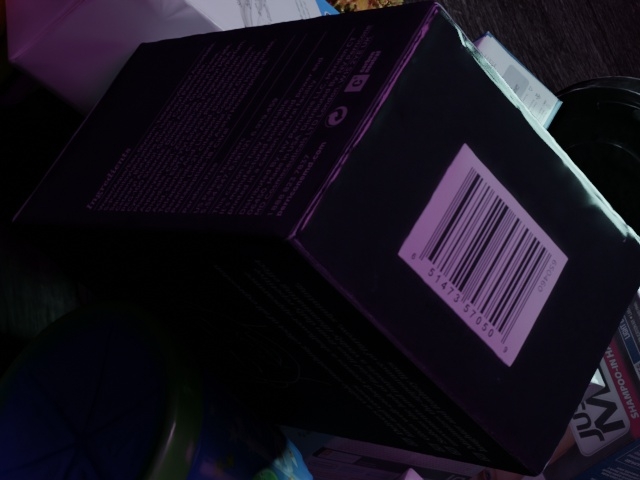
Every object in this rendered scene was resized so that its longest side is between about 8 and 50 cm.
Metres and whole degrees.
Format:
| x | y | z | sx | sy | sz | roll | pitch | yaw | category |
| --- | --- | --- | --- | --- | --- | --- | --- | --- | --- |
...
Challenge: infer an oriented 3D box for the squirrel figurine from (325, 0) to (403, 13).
| x | y | z | sx | sy | sz | roll | pitch | yaw | category |
| --- | --- | --- | --- | --- | --- | --- | --- | --- | --- |
| 0.023 | -0.382 | 1.911 | 0.370 | 0.281 | 0.396 | 179 | -103 | -78 | squirrel figurine |

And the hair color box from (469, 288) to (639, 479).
| x | y | z | sx | sy | sz | roll | pitch | yaw | category |
| --- | --- | --- | --- | --- | --- | --- | --- | --- | --- |
| 0.250 | 0.201 | 1.580 | 0.105 | 0.347 | 0.174 | 21 | 40 | -40 | hair color box |

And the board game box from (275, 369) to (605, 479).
| x | y | z | sx | sy | sz | roll | pitch | yaw | category |
| --- | --- | --- | --- | --- | --- | --- | --- | --- | --- |
| 0.087 | 0.162 | 1.453 | 0.224 | 0.303 | 0.097 | 18 | 44 | -43 | board game box |

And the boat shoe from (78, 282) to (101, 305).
| x | y | z | sx | sy | sz | roll | pitch | yaw | category |
| --- | --- | --- | --- | --- | --- | --- | --- | --- | --- |
| -0.132 | 0.099 | 1.381 | 0.227 | 0.079 | 0.081 | 51 | -14 | -32 | boat shoe |

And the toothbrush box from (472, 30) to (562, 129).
| x | y | z | sx | sy | sz | roll | pitch | yaw | category |
| --- | --- | --- | --- | --- | --- | --- | --- | --- | --- |
| 0.102 | -0.074 | 1.691 | 0.126 | 0.295 | 0.216 | 42 | 54 | -13 | toothbrush box |

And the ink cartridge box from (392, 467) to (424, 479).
| x | y | z | sx | sy | sz | roll | pitch | yaw | category |
| --- | --- | --- | --- | --- | --- | --- | --- | --- | --- |
| 0.120 | 0.404 | 1.400 | 0.306 | 0.131 | 0.226 | 48 | 30 | -7 | ink cartridge box |

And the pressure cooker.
| x | y | z | sx | sy | sz | roll | pitch | yaw | category |
| --- | --- | --- | --- | --- | --- | --- | --- | --- | --- |
| 0.484 | -0.053 | 2.161 | 0.420 | 0.376 | 0.369 | -1 | 95 | -53 | pressure cooker |

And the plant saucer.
| x | y | z | sx | sy | sz | roll | pitch | yaw | category |
| --- | --- | --- | --- | --- | --- | --- | --- | --- | --- |
| -0.253 | -0.170 | 1.633 | 0.311 | 0.050 | 0.310 | 32 | 35 | -26 | plant saucer |

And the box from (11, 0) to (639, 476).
| x | y | z | sx | sy | sz | roll | pitch | yaw | category |
| --- | --- | --- | --- | --- | --- | --- | --- | --- | --- |
| 0.000 | 0.000 | 1.181 | 0.293 | 0.395 | 0.212 | 44 | 65 | -31 | box |

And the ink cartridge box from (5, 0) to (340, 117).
| x | y | z | sx | sy | sz | roll | pitch | yaw | category |
| --- | --- | --- | --- | --- | --- | --- | --- | --- | --- |
| -0.117 | -0.197 | 1.481 | 0.395 | 0.166 | 0.285 | 37 | 24 | -37 | ink cartridge box |

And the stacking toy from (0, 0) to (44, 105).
| x | y | z | sx | sy | sz | roll | pitch | yaw | category |
| --- | --- | --- | --- | --- | --- | --- | --- | --- | --- |
| -0.320 | -0.196 | 1.452 | 0.302 | 0.166 | 0.175 | 26 | 42 | -34 | stacking toy |

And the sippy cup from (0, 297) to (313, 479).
| x | y | z | sx | sy | sz | roll | pitch | yaw | category |
| --- | --- | --- | --- | --- | --- | --- | --- | --- | --- |
| -0.132 | 0.198 | 1.228 | 0.224 | 0.240 | 0.305 | 36 | 41 | -41 | sippy cup |
